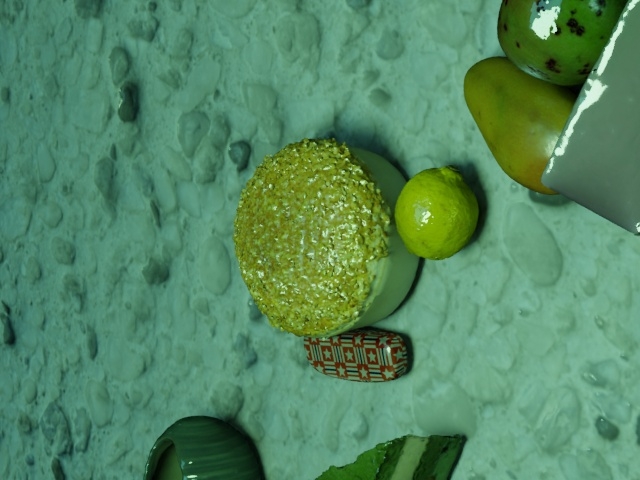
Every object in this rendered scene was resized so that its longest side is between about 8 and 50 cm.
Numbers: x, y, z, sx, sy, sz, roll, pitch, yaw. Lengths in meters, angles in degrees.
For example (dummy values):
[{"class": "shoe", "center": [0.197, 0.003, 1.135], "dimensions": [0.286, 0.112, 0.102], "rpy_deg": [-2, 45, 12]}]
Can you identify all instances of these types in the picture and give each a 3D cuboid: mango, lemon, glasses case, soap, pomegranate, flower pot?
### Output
[{"class": "mango", "center": [0.251, -0.140, 1.886], "dimensions": [0.253, 0.113, 0.138], "rpy_deg": [46, 150, 47]}, {"class": "lemon", "center": [0.151, -0.036, 2.021], "dimensions": [0.109, 0.109, 0.133], "rpy_deg": [40, 116, 40]}, {"class": "glasses case", "center": [0.053, 0.159, 2.201], "dimensions": [0.194, 0.049, 0.073], "rpy_deg": [3, 107, 50]}, {"class": "soap", "center": [0.415, -0.118, 1.605], "dimensions": [0.296, 0.107, 0.285], "rpy_deg": [30, 121, 11]}, {"class": "pomegranate", "center": [0.305, -0.248, 1.794], "dimensions": [0.179, 0.210, 0.179], "rpy_deg": [-41, 27, 27]}, {"class": "flower pot", "center": [-0.180, 0.393, 2.420], "dimensions": [0.189, 0.157, 0.243], "rpy_deg": [5, 97, 48]}]

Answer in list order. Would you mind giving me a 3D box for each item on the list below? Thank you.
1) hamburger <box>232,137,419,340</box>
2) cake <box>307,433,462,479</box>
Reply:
[{"class": "hamburger", "center": [0.000, 0.000, 2.148], "dimensions": [0.294, 0.179, 0.276], "rpy_deg": [-44, 60, 43]}, {"class": "cake", "center": [0.057, 0.333, 2.133], "dimensions": [0.172, 0.158, 0.283], "rpy_deg": [45, 124, 40]}]
